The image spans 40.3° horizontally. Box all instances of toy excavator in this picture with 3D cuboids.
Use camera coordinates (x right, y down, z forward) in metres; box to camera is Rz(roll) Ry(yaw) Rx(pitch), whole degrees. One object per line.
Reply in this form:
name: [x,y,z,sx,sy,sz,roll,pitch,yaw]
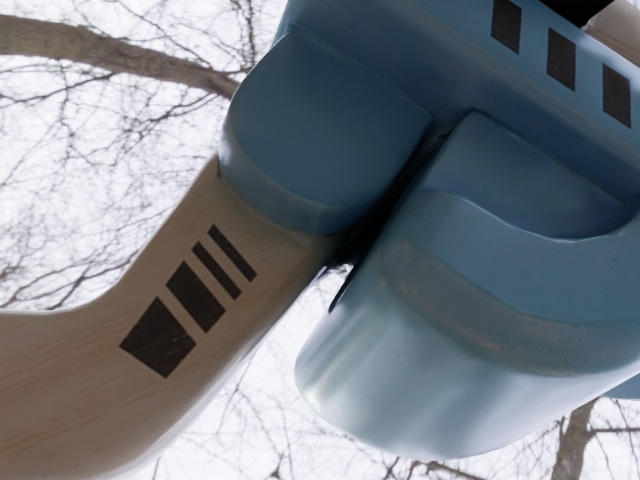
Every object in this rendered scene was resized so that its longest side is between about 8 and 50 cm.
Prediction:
toy excavator: [0.000,0.000,0.390,0.433,0.445,0.222,33,-35,0]
